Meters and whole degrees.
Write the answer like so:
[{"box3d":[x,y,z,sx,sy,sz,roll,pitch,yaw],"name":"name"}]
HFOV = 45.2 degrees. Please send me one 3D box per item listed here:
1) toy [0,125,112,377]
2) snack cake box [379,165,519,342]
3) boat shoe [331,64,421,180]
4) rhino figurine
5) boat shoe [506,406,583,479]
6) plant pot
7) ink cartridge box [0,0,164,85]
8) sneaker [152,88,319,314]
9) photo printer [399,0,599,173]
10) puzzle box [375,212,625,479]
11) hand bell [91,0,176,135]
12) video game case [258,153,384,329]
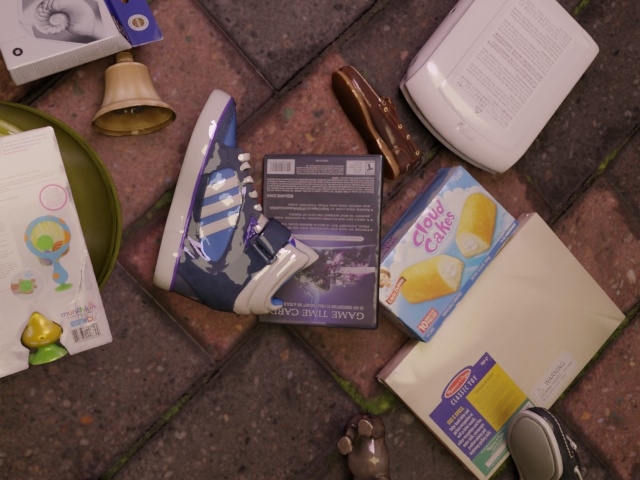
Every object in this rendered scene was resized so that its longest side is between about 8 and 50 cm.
[{"box3d":[-0.317,0.013,0.803,0.136,0.056,0.237,-17,100,-20],"name":"toy"},{"box3d":[0.190,0.021,1.302,0.152,0.089,0.264,42,80,-13],"name":"snack cake box"},{"box3d":[0.094,-0.204,1.283,0.073,0.073,0.207,-36,107,-15],"name":"boat shoe"},{"box3d":[0.081,0.398,1.270,0.073,0.106,0.243,-6,94,14],"name":"rhino figurine"},{"box3d":[0.393,0.378,1.322,0.091,0.114,0.303,-33,133,-22],"name":"boat shoe"},{"box3d":[-0.437,-0.023,0.980,0.366,0.353,0.367,0,91,-16],"name":"plant pot"},{"box3d":[-0.371,-0.353,1.112,0.224,0.045,0.223,-23,72,-16],"name":"ink cartridge box"},{"box3d":[-0.106,-0.046,1.183,0.236,0.130,0.323,16,90,-10],"name":"sneaker"},{"box3d":[0.300,-0.288,1.321,0.256,0.107,0.308,39,81,-13],"name":"photo printer"},{"box3d":[0.323,0.185,1.362,0.409,0.052,0.272,-45,102,-11],"name":"puzzle box"},{"box3d":[-0.301,-0.293,1.164,0.126,0.126,0.242,-9,80,-16],"name":"hand bell"},{"box3d":[0.000,0.000,1.230,0.196,0.026,0.274,2,91,15],"name":"video game case"}]
